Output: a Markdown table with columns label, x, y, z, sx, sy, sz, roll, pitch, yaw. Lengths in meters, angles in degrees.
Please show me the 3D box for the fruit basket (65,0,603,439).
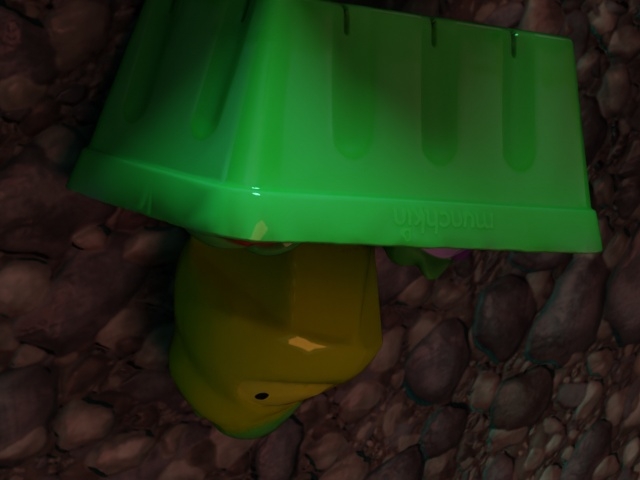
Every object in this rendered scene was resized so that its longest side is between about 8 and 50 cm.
| label | x | y | z | sx | sy | sz | roll | pitch | yaw |
| --- | --- | --- | --- | --- | --- | --- | --- | --- | --- |
| fruit basket | 0.000 | 0.000 | 1.230 | 0.392 | 0.283 | 0.392 | -9 | 106 | -35 |
